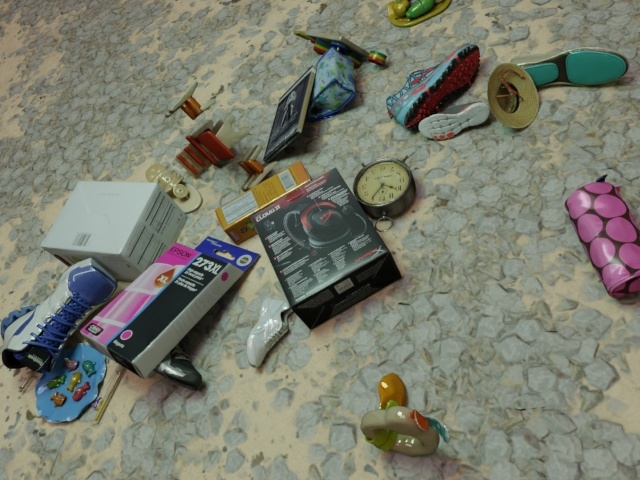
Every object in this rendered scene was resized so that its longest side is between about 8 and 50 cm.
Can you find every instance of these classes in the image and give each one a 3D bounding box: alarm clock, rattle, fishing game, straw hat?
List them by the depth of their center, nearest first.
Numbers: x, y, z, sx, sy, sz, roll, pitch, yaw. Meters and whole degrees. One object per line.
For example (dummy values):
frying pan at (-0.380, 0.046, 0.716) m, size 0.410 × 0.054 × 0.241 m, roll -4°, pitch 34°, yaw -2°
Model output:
rattle at (0.146, 0.255, 0.875) m, size 0.130 × 0.199 × 0.143 m, roll 30°, pitch 56°, yaw 14°
alarm clock at (0.138, -0.095, 1.195) m, size 0.129 × 0.064 × 0.192 m, roll -7°, pitch 53°, yaw 19°
straw hat at (0.403, -0.307, 1.220) m, size 0.144 × 0.144 × 0.061 m, roll -54°, pitch 13°, yaw -16°
fishing game at (-0.566, 0.313, 1.246) m, size 0.264 × 0.041 × 0.189 m, roll 11°, pitch 61°, yaw 30°

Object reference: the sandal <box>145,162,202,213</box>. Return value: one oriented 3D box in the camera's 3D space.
sandal at (-0.407, -0.152, 1.463) m, size 0.088 × 0.079 × 0.240 m, roll -46°, pitch 52°, yaw -10°

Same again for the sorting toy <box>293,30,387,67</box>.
sorting toy at (0.036, -0.507, 1.485) m, size 0.274 × 0.132 × 0.046 m, roll 27°, pitch 102°, yaw 39°

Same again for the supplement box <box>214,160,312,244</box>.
supplement box at (-0.122, -0.086, 1.295) m, size 0.233 × 0.078 × 0.080 m, roll -28°, pitch 54°, yaw 4°

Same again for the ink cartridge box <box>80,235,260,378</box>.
ink cartridge box at (-0.312, 0.111, 1.197) m, size 0.176 × 0.069 × 0.371 m, roll 17°, pitch 49°, yaw 33°

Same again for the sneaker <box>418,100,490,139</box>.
sneaker at (0.301, -0.274, 1.261) m, size 0.158 × 0.061 × 0.065 m, roll -12°, pitch 27°, yaw 15°

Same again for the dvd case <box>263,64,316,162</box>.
dvd case at (-0.077, -0.320, 1.415) m, size 0.164 × 0.018 × 0.221 m, roll -30°, pitch 41°, yaw 49°

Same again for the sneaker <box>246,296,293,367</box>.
sneaker at (-0.103, 0.183, 1.121) m, size 0.061 × 0.053 × 0.152 m, roll 6°, pitch 60°, yaw 24°

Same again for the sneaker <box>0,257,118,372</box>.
sneaker at (-0.600, 0.198, 1.267) m, size 0.315 × 0.127 × 0.182 m, roll -35°, pitch 38°, yaw 7°

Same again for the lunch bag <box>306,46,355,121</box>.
lunch bag at (0.015, -0.390, 1.431) m, size 0.151 × 0.096 × 0.129 m, roll -33°, pitch 44°, yaw 39°

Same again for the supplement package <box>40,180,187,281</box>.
supplement package at (-0.505, -0.023, 1.376) m, size 0.262 × 0.145 × 0.204 m, roll 4°, pitch 59°, yaw 26°

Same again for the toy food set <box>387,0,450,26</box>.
toy food set at (0.281, -0.669, 1.514) m, size 0.218 × 0.071 × 0.128 m, roll -24°, pitch 52°, yaw 7°

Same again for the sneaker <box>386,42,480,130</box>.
sneaker at (0.258, -0.380, 1.310) m, size 0.262 × 0.104 × 0.125 m, roll -42°, pitch 50°, yaw -7°

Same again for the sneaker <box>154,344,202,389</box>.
sneaker at (-0.313, 0.215, 1.173) m, size 0.229 × 0.086 × 0.132 m, roll 16°, pitch 63°, yaw 32°

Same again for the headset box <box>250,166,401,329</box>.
headset box at (0.000, 0.000, 1.161) m, size 0.218 × 0.110 × 0.293 m, roll -31°, pitch 51°, yaw 2°

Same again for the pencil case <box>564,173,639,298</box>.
pencil case at (0.505, -0.006, 0.961) m, size 0.098 × 0.095 × 0.209 m, roll -7°, pitch 56°, yaw 0°

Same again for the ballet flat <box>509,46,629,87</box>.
ballet flat at (0.530, -0.381, 1.212) m, size 0.248 × 0.086 × 0.086 m, roll 3°, pitch 60°, yaw 26°

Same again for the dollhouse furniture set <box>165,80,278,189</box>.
dollhouse furniture set at (-0.267, -0.227, 1.363) m, size 0.135 × 0.262 × 0.259 m, roll -49°, pitch 19°, yaw -10°
